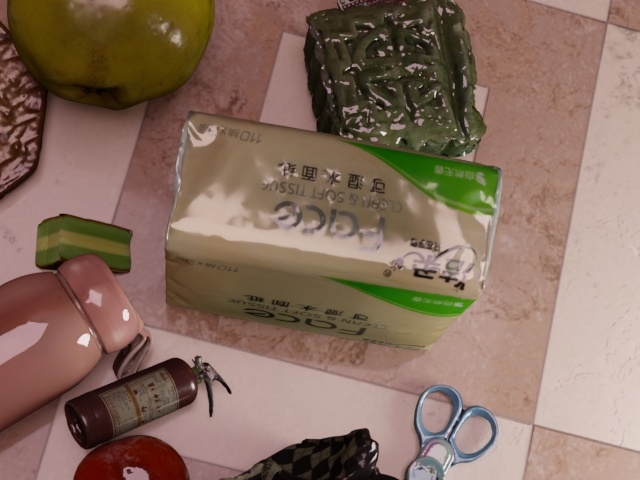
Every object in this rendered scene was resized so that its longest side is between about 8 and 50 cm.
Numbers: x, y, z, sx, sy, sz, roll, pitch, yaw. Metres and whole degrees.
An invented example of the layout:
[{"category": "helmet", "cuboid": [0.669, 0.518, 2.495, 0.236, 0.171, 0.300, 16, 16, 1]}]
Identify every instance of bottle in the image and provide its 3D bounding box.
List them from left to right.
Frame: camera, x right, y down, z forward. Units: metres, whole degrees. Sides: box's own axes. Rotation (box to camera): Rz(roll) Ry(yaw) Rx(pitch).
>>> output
[{"category": "bottle", "cuboid": [-0.386, 0.150, 1.571, 0.297, 0.173, 0.206, -31, 113, -16]}]

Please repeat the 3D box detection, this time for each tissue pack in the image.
[{"category": "tissue pack", "cuboid": [0.000, 0.000, 1.565, 0.405, 0.332, 0.205, 11, 72, -4]}]

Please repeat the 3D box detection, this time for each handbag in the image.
[{"category": "handbag", "cuboid": [-0.112, 0.376, 1.427, 0.416, 0.317, 0.180, -26, 84, -25]}]

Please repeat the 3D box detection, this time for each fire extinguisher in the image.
[{"category": "fire extinguisher", "cuboid": [-0.227, 0.222, 1.595, 0.231, 0.071, 0.099, -19, 101, -32]}]

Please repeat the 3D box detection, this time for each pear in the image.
[{"category": "pear", "cuboid": [-0.289, -0.353, 1.660, 0.287, 0.287, 0.375, 7, 61, -5]}]

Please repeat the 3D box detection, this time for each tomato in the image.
[{"category": "tomato", "cuboid": [-0.256, 0.330, 1.570, 0.159, 0.091, 0.139, -16, 75, -9]}]

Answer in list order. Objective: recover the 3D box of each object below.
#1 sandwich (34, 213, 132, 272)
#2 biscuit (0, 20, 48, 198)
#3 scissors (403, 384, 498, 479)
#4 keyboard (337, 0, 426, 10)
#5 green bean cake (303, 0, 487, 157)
[{"category": "sandwich", "cuboid": [-0.340, 0.011, 1.687, 0.116, 0.074, 0.074, 14, 70, -37]}, {"category": "biscuit", "cuboid": [-0.569, -0.186, 1.689, 0.359, 0.046, 0.359, 2, 75, -8]}, {"category": "scissors", "cuboid": [0.149, 0.331, 1.653, 0.125, 0.030, 0.256, 32, 72, 4]}, {"category": "keyboard", "cuboid": [0.110, -0.384, 1.844, 0.166, 0.017, 0.055, -21, 79, -12]}, {"category": "green bean cake", "cuboid": [0.112, -0.234, 1.751, 0.255, 0.132, 0.241, -6, 72, -9]}]
